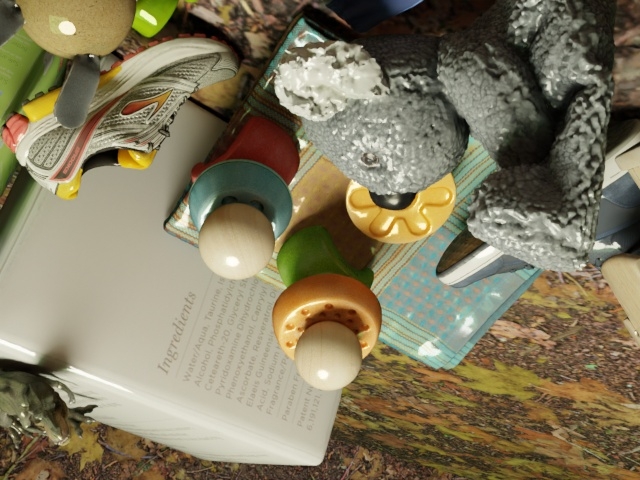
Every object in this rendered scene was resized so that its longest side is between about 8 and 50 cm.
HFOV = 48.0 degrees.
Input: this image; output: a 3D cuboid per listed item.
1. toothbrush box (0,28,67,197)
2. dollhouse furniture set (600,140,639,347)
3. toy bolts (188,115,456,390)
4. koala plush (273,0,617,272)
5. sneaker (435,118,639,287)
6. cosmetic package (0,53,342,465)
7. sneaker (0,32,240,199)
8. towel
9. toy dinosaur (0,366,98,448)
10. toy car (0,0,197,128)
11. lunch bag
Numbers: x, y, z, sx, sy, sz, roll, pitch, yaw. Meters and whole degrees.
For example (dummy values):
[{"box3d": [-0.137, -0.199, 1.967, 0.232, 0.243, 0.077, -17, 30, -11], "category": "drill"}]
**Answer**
[{"box3d": [-0.349, -0.111, 0.678, 0.122, 0.283, 0.206, 24, 156, -16], "category": "toothbrush box"}, {"box3d": [0.379, -0.050, 0.487, 0.198, 0.303, 0.286, 59, 171, 2], "category": "dollhouse furniture set"}, {"box3d": [0.000, 0.000, 0.617, 0.228, 0.158, 0.218, 38, 116, -23], "category": "toy bolts"}, {"box3d": [0.087, -0.096, 0.520, 0.221, 0.203, 0.196, 7, -175, 17], "category": "koala plush"}, {"box3d": [0.234, 0.020, 0.660, 0.226, 0.086, 0.163, -35, 104, 26], "category": "sneaker"}, {"box3d": [-0.195, 0.058, 0.884, 0.393, 0.328, 0.329, 29, 153, -26], "category": "cosmetic package"}, {"box3d": [-0.166, -0.113, 0.657, 0.093, 0.225, 0.088, 57, 158, -3], "category": "sneaker"}, {"box3d": [0.066, -0.021, 0.722, 0.370, 0.040, 0.271, 27, 118, -21], "category": "towel"}, {"box3d": [-0.301, 0.159, 0.707, 0.268, 0.064, 0.118, 2, 144, 35], "category": "toy dinosaur"}, {"box3d": [-0.186, -0.180, 0.535, 0.155, 0.188, 0.149, 33, 151, -31], "category": "toy car"}, {"box3d": [0.033, -0.197, 0.500, 0.065, 0.067, 0.098, 32, 153, -29], "category": "lunch bag"}]
